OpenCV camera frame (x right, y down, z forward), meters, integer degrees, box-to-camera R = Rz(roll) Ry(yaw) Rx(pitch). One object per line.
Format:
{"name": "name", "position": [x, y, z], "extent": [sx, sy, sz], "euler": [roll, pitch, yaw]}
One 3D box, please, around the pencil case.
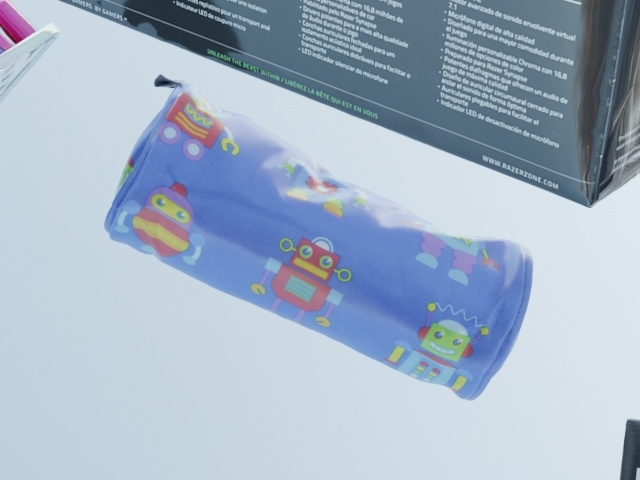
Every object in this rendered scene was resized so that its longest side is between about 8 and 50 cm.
{"name": "pencil case", "position": [0.000, 0.000, 1.213], "extent": [0.306, 0.119, 0.133], "euler": [25, -152, -3]}

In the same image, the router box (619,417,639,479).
{"name": "router box", "position": [0.204, 0.147, 0.678], "extent": [0.179, 0.046, 0.133], "euler": [5, -103, 17]}

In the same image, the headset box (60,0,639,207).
{"name": "headset box", "position": [0.033, -0.193, 0.558], "extent": [0.246, 0.283, 0.131], "euler": [23, -145, 30]}

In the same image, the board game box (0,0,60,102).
{"name": "board game box", "position": [-0.383, 0.018, 1.163], "extent": [0.050, 0.390, 0.390], "euler": [46, -151, -4]}
